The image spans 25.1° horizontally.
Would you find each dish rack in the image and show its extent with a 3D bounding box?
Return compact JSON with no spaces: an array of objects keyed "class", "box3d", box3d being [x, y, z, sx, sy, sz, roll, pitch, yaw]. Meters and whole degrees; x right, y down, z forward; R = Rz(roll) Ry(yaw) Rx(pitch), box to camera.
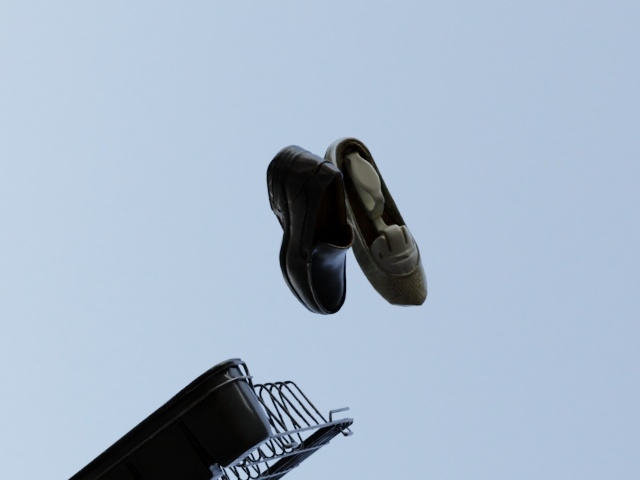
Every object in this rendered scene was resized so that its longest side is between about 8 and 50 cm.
[{"class":"dish rack","box3d":[-0.088,0.182,1.152,0.208,0.271,0.074,-37,-105,13]}]

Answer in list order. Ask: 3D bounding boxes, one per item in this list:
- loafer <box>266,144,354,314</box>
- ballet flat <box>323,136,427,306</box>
[{"class":"loafer","box3d":[0.000,0.000,1.242,0.061,0.062,0.170,18,-42,37]},{"class":"ballet flat","box3d":[0.049,-0.016,1.287,0.168,0.057,0.052,62,-19,5]}]
